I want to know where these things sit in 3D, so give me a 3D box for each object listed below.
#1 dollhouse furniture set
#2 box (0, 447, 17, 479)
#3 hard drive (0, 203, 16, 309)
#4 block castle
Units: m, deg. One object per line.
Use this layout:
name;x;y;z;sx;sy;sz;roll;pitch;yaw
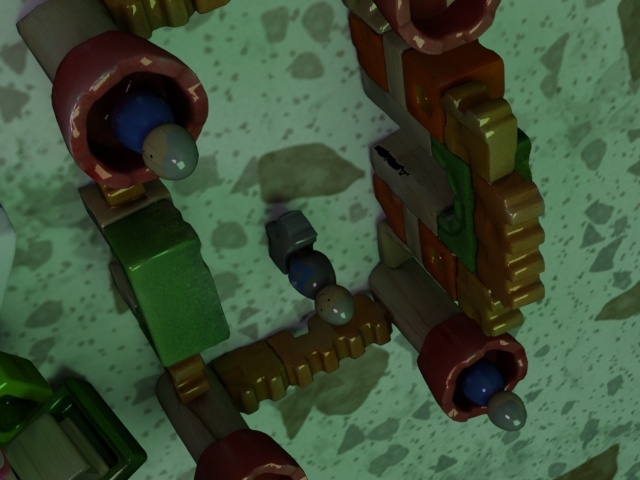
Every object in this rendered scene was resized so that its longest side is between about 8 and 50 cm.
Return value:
dollhouse furniture set;-0.169;0.243;0.813;0.151;0.301;0.197;-43;162;-1
box;-0.333;0.181;0.658;0.300;0.154;0.142;-48;142;11
hard drive;-0.360;0.082;0.718;0.319;0.040;0.210;-13;145;-36
block castle;0.000;0.000;0.837;0.303;0.213;0.453;-26;133;-15
